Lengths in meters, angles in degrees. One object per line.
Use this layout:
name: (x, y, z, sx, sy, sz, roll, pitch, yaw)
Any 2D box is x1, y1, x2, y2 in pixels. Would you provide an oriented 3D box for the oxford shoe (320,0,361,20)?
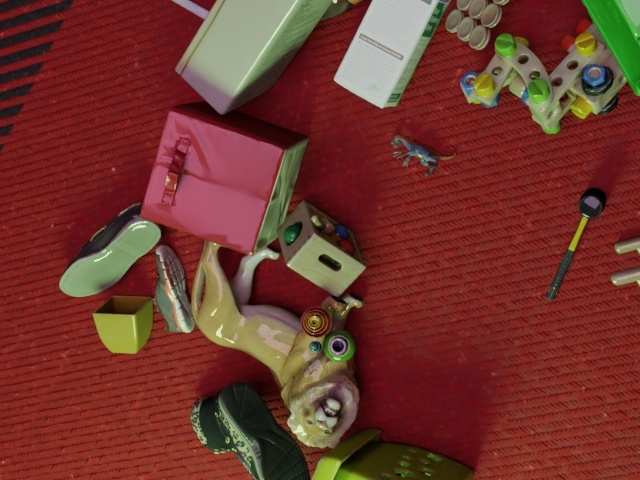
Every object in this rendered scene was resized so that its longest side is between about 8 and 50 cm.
oxford shoe: (-0.034, -0.473, 1.798, 0.098, 0.097, 0.271, -30, 89, 24)

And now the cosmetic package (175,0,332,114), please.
cosmetic package: (-0.077, -0.349, 1.743, 0.113, 0.160, 0.309, 44, 128, 6)

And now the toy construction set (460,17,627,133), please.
toy construction set: (0.371, -0.298, 1.690, 0.215, 0.151, 0.327, 41, 101, 33)

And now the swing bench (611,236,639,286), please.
swing bench: (0.562, 0.026, 1.619, 0.255, 0.253, 0.165, -34, 88, 19)

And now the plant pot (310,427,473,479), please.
plant pot: (0.086, 0.441, 1.845, 0.207, 0.227, 0.228, 28, 106, 17)

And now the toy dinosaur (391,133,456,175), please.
toy dinosaur: (0.154, -0.142, 1.834, 0.090, 0.047, 0.082, -30, 79, -14)

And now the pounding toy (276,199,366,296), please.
pounding toy: (0.000, 0.000, 1.813, 0.141, 0.130, 0.100, 33, 109, -27)

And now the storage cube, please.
storage cube: (-0.149, -0.102, 1.830, 0.193, 0.215, 0.183, 19, 103, 6)

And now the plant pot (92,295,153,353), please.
plant pot: (-0.338, 0.150, 1.993, 0.081, 0.081, 0.083, 1, 110, 16)

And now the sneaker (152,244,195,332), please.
sneaker: (-0.268, 0.088, 1.973, 0.065, 0.061, 0.158, -12, 95, 24)

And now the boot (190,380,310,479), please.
boot: (-0.120, 0.348, 1.924, 0.236, 0.085, 0.178, 59, 150, -4)

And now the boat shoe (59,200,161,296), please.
boat shoe: (-0.362, 0.016, 1.986, 0.228, 0.068, 0.081, -35, 128, 22)

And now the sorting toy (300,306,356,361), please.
sorting toy: (0.007, 0.150, 1.785, 0.102, 0.042, 0.061, 44, 92, 8)

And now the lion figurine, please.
lion figurine: (-0.085, 0.154, 1.896, 0.392, 0.142, 0.240, 32, 104, 15)

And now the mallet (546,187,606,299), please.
mallet: (0.395, 0.004, 1.783, 0.039, 0.062, 0.189, 25, 119, 13)

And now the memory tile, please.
memory tile: (0.249, -0.369, 1.737, 0.012, 0.113, 0.148, 17, 109, -33)

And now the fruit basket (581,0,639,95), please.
fruit basket: (0.518, -0.409, 1.520, 0.392, 0.283, 0.392, 0, 90, 4)

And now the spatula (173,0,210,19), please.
spatula: (-0.232, -0.467, 1.895, 0.242, 0.019, 0.168, 30, 105, 10)

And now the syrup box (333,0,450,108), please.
syrup box: (0.122, -0.331, 1.773, 0.096, 0.093, 0.237, 31, 105, 10)
